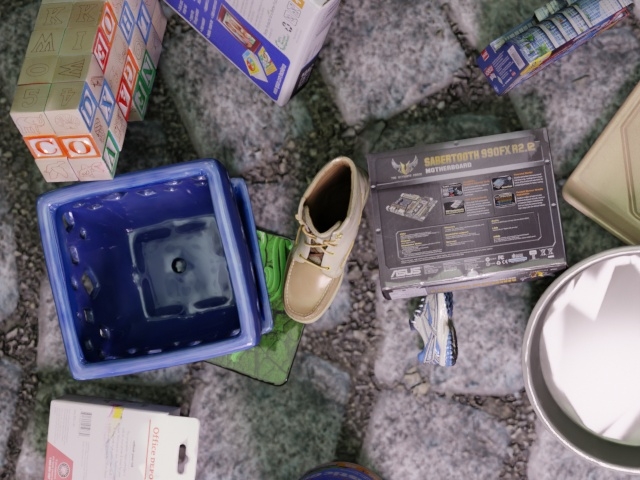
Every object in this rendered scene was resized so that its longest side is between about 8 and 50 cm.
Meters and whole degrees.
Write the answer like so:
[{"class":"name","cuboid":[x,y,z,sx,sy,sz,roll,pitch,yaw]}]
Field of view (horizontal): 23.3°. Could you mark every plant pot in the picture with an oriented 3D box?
[{"class":"plant pot","cuboid":[-0.188,0.034,1.917,0.236,0.212,0.236,-12,88,11]}]

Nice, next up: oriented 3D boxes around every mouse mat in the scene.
[{"class":"mouse mat","cuboid":[-0.089,0.080,2.013,0.153,0.007,0.189,18,93,7]}]

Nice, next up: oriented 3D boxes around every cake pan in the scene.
[{"class":"cake pan","cuboid":[0.393,0.141,1.897,0.293,0.054,0.293,3,105,10]}]

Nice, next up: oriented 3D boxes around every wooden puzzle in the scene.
[{"class":"wooden puzzle","cuboid":[0.451,-0.088,1.923,0.221,0.044,0.238,36,91,6]}]

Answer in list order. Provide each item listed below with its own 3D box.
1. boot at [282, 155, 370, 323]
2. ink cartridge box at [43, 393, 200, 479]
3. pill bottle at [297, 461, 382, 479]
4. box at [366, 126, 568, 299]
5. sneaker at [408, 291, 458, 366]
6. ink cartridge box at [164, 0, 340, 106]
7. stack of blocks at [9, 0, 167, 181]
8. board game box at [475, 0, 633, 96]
[{"class":"boot","cuboid":[0.000,0.000,1.915,0.077,0.165,0.213,22,90,5]},{"class":"ink cartridge box","cuboid":[-0.249,0.268,2.007,0.198,0.067,0.115,6,92,9]},{"class":"pill bottle","cuboid":[0.010,0.361,1.870,0.152,0.272,0.152,0,91,7]},{"class":"box","cuboid":[0.180,-0.032,1.924,0.231,0.056,0.183,-9,71,7]},{"class":"sneaker","cuboid":[0.137,0.093,1.961,0.058,0.052,0.135,-5,89,15]},{"class":"ink cartridge box","cuboid":[-0.121,-0.329,1.865,0.307,0.303,0.072,44,73,4]},{"class":"stack of blocks","cuboid":[-0.274,-0.213,1.875,0.087,0.171,0.297,-2,54,14]},{"class":"board game box","cuboid":[0.299,-0.264,1.884,0.194,0.194,0.060,-32,88,-7]}]
